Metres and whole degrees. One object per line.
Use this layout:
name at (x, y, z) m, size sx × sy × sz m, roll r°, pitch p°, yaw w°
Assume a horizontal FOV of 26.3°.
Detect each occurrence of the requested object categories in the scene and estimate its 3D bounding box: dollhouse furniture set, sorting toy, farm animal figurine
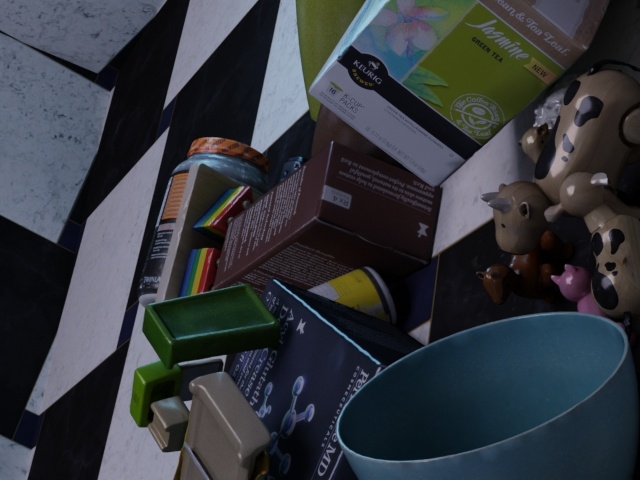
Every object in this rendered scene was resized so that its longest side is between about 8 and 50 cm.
dollhouse furniture set at (-0.103, 0.226, 1.683) m, size 0.301 × 0.151 × 0.198 m, roll 49°, pitch 138°, yaw 44°
sorting toy at (-0.130, 0.031, 2.326) m, size 0.089 × 0.257 × 0.256 m, roll -5°, pitch 65°, yaw 44°
farm animal figurine at (0.278, -0.045, 1.479) m, size 0.330 × 0.172 × 0.327 m, roll 6°, pitch 75°, yaw 68°

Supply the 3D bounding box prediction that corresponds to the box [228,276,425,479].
box at (0.027, 0.257, 1.722) m, size 0.294 × 0.212 × 0.395 m, roll -66°, pitch 25°, yaw 4°

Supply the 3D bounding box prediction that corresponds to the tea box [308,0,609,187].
tea box at (0.200, -0.305, 1.731) m, size 0.323 × 0.220 × 0.329 m, roll -45°, pitch 12°, yaw 48°

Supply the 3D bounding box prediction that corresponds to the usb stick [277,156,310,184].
usb stick at (-0.077, -0.020, 2.506) m, size 0.077 × 0.045 × 0.278 m, roll -10°, pitch 60°, yaw 67°

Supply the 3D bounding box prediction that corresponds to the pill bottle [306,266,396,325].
pill bottle at (0.008, 0.115, 1.954) m, size 0.103 × 0.184 × 0.103 m, roll 57°, pitch 162°, yaw 31°

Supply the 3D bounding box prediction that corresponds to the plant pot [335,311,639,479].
plant pot at (0.184, 0.220, 1.321) m, size 0.290 × 0.195 × 0.290 m, roll -20°, pitch 14°, yaw 5°

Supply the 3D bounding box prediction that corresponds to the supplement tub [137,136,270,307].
supplement tub at (-0.200, -0.013, 2.463) m, size 0.193 × 0.193 × 0.316 m, roll -23°, pitch 48°, yaw 62°

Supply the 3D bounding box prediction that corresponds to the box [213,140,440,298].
box at (0.000, 0.000, 2.094) m, size 0.381 × 0.191 × 0.143 m, roll -30°, pitch 43°, yaw 58°

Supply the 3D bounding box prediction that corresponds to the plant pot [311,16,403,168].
plant pot at (0.085, -0.186, 2.042) m, size 0.230 × 0.215 × 0.215 m, roll -54°, pitch 25°, yaw 40°

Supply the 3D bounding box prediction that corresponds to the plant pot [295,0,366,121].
plant pot at (0.072, -0.328, 2.188) m, size 0.275 × 0.274 × 0.294 m, roll -135°, pitch 53°, yaw -68°
